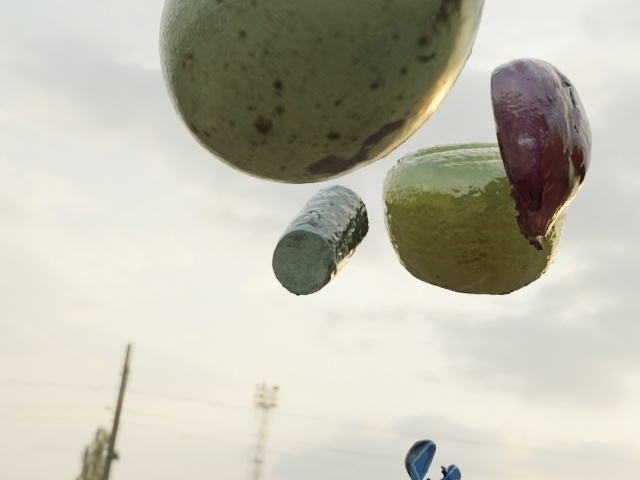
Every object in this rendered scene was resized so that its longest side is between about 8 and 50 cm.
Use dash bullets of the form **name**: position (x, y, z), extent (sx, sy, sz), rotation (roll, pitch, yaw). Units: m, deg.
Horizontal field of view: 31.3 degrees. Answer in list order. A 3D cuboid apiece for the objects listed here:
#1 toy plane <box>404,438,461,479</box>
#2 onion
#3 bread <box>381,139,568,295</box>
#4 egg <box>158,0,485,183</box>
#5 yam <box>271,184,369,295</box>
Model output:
- **toy plane**: position (0.089, 0.324, 1.182), extent (0.078, 0.169, 0.246), rotation (31, -39, 33)
- **onion**: position (0.336, -0.129, 1.673), extent (0.120, 0.284, 0.227), rotation (-8, -2, 27)
- **bread**: position (0.264, -0.058, 1.964), extent (0.320, 0.320, 0.237), rotation (6, -56, 7)
- **egg**: position (-0.001, -0.214, 1.113), extent (0.287, 0.288, 0.379), rotation (18, -43, -26)
- **yam**: position (0.000, 0.000, 1.696), extent (0.107, 0.107, 0.194), rotation (1, 24, 19)
